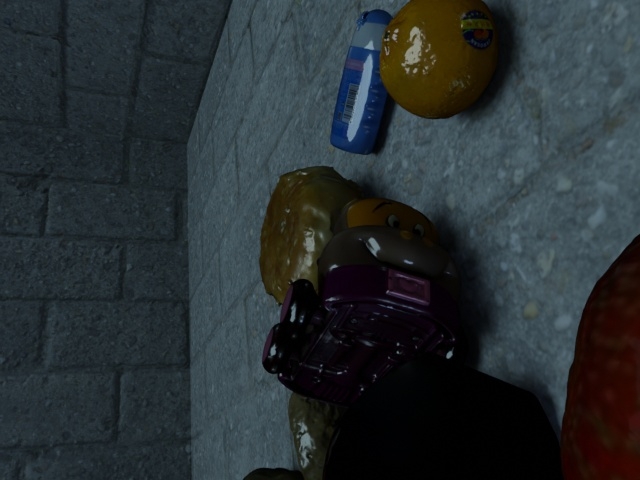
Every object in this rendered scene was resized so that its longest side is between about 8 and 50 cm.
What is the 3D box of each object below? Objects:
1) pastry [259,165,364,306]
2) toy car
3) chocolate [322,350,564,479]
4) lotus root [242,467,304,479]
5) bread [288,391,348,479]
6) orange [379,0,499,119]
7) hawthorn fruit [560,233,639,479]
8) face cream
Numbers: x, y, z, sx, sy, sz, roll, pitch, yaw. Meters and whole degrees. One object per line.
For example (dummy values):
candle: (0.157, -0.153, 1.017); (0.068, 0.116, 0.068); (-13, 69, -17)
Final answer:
pastry: (0.000, 0.000, 1.085); (0.315, 0.184, 0.285); (42, 118, 63)
toy car: (0.069, 0.100, 0.857); (0.341, 0.271, 0.241); (119, 165, -46)
chocolate: (0.124, 0.287, 0.680); (0.186, 0.283, 0.284); (122, 147, -74)
lotus root: (-0.097, 0.600, 1.254); (0.152, 0.160, 0.275); (67, 155, 1)
bread: (0.024, 0.356, 0.987); (0.230, 0.122, 0.230); (-16, -90, -89)
orange: (0.167, -0.264, 0.787); (0.177, 0.155, 0.178); (37, 132, 57)
hawthorn fruit: (0.289, 0.093, 0.306); (0.299, 0.275, 0.276); (-23, 65, 54)
face cream: (0.084, -0.305, 1.066); (0.149, 0.083, 0.264); (-134, 52, -59)
